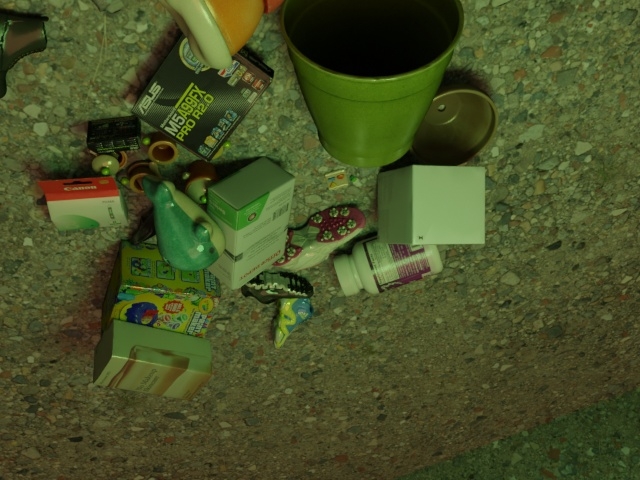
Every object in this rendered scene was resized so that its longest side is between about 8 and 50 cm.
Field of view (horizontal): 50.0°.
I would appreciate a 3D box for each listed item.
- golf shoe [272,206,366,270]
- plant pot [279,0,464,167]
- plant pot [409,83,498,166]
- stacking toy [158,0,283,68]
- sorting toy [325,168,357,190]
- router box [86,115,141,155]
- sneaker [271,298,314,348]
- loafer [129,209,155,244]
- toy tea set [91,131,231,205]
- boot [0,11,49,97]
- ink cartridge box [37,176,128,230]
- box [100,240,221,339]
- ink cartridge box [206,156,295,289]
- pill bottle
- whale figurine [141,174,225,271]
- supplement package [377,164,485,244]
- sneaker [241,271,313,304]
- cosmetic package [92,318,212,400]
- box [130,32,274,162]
[{"bbox_3d":[0.000,0.000,1.995,0.306,0.115,0.140,-23,149,14],"label":"golf shoe"},{"bbox_3d":[0.106,-0.358,1.511,0.366,0.367,0.353,-10,148,-4],"label":"plant pot"},{"bbox_3d":[0.322,-0.309,1.748,0.237,0.110,0.237,-7,135,-7],"label":"plant pot"},{"bbox_3d":[-0.099,-0.577,1.281,0.480,0.351,0.351,-32,135,-4],"label":"stacking toy"},{"bbox_3d":[0.058,-0.169,1.891,0.083,0.012,0.062,-15,136,2],"label":"sorting toy"},{"bbox_3d":[-0.486,-0.248,1.618,0.122,0.092,0.038,-8,135,-6],"label":"router box"},{"bbox_3d":[-0.087,0.266,2.237,0.126,0.091,0.240,0,133,-15],"label":"sneaker"},{"bbox_3d":[-0.465,-0.043,1.866,0.170,0.062,0.061,-32,95,27],"label":"loafer"},{"bbox_3d":[-0.387,-0.169,1.699,0.336,0.124,0.200,-4,135,-10],"label":"toy tea set"},{"bbox_3d":[-0.644,-0.386,1.458,0.137,0.077,0.198,-3,136,-19],"label":"boot"},{"bbox_3d":[-0.588,-0.089,1.717,0.181,0.056,0.225,-5,164,-9],"label":"ink cartridge box"},{"bbox_3d":[-0.468,0.176,1.991,0.279,0.177,0.290,9,132,-23],"label":"box"},{"bbox_3d":[-0.190,-0.043,1.810,0.211,0.121,0.289,-35,150,-38],"label":"ink cartridge box"},{"bbox_3d":[0.198,0.062,2.046,0.301,0.169,0.169,-19,136,6],"label":"pill bottle"},{"bbox_3d":[-0.349,-0.033,1.657,0.141,0.216,0.272,-50,135,-22],"label":"whale figurine"},{"bbox_3d":[0.284,-0.088,1.806,0.198,0.262,0.199,0,91,-14],"label":"supplement package"},{"bbox_3d":[-0.139,0.152,2.123,0.234,0.078,0.106,10,134,-18],"label":"sneaker"},{"bbox_3d":[-0.471,0.341,1.936,0.296,0.129,0.153,17,130,-29],"label":"cosmetic package"},{"bbox_3d":[-0.268,-0.338,1.562,0.216,0.060,0.270,34,117,-21],"label":"box"}]
